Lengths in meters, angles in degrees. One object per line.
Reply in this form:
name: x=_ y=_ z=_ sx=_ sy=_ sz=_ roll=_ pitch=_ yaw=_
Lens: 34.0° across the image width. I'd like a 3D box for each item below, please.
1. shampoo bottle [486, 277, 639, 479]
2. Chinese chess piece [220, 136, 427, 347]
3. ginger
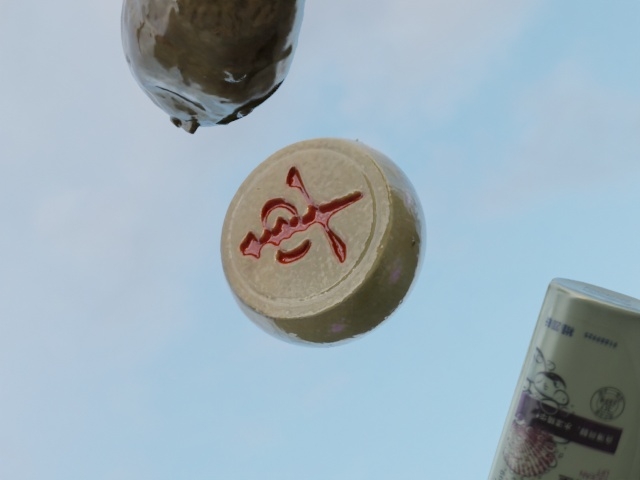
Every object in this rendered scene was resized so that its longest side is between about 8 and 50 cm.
shampoo bottle: x=0.231 y=0.224 z=0.994 sx=0.078 sy=0.134 sz=0.360 roll=-18 pitch=-56 yaw=-70
Chinese chess piece: x=0.000 y=0.000 z=1.215 sx=0.251 sy=0.251 sz=0.097 roll=-45 pitch=-34 yaw=5
ginger: x=-0.075 y=-0.261 z=0.918 sx=0.155 sy=0.304 sz=0.244 roll=15 pitch=-28 yaw=-2
